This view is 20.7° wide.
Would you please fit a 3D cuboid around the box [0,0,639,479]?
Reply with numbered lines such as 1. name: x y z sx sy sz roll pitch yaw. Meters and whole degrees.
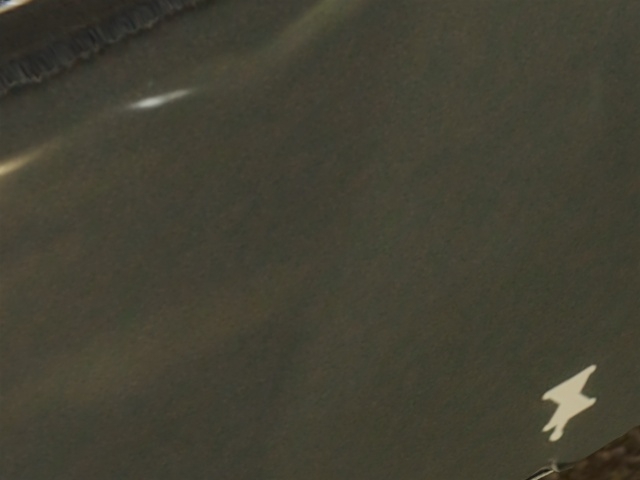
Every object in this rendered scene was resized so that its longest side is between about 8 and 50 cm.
1. box: -0.142 -0.065 0.492 0.294 0.212 0.395 -28 48 -18
